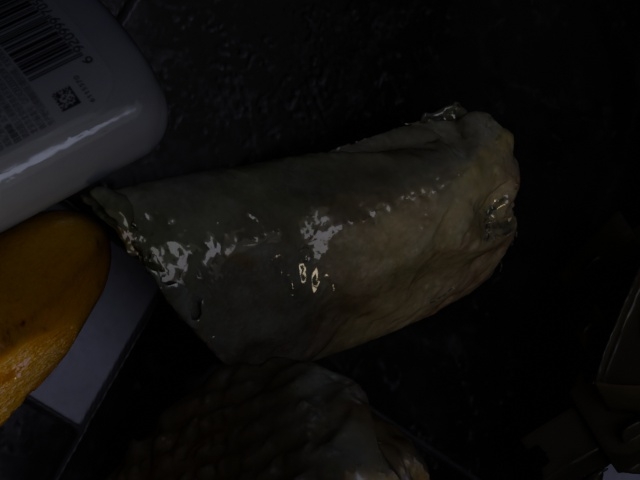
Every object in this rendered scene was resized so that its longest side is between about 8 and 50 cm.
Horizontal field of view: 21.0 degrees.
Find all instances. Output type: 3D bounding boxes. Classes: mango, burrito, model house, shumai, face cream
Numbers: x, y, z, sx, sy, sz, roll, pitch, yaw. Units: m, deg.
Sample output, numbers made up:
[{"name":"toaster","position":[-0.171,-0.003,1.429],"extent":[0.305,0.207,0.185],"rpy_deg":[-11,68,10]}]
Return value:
[{"name":"mango","position":[-0.214,0.054,1.069],"extent":[0.102,0.141,0.217],"rpy_deg":[42,64,7]},{"name":"burrito","position":[-0.002,0.012,1.183],"extent":[0.347,0.107,0.175],"rpy_deg":[-14,122,-32]},{"name":"model house","position":[0.253,0.089,1.310],"extent":[0.243,0.211,0.204],"rpy_deg":[-33,61,4]},{"name":"shumai","position":[0.007,0.232,1.098],"extent":[0.262,0.314,0.267],"rpy_deg":[26,42,-28]},{"name":"face cream","position":[-0.266,-0.049,1.051],"extent":[0.336,0.080,0.163],"rpy_deg":[-31,66,-25]}]
